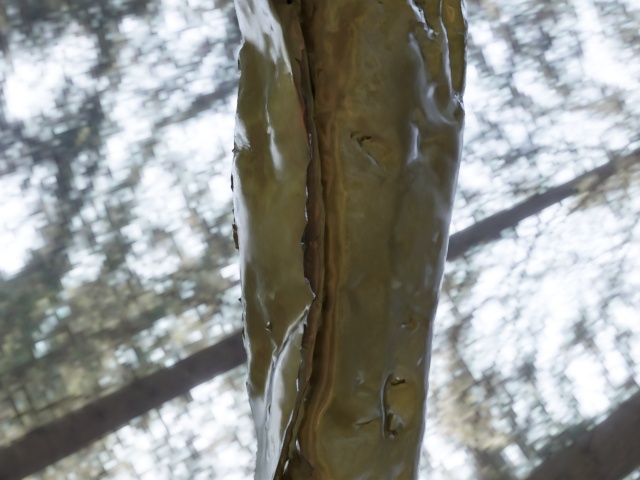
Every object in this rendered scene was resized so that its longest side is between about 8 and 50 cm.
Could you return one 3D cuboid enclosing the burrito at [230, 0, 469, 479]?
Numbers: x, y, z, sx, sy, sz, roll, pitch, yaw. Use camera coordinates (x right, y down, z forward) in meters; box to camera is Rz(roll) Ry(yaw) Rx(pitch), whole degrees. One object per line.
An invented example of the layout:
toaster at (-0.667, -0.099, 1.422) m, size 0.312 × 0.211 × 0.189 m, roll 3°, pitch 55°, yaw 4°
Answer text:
burrito at (0.001, 0.000, 0.419) m, size 0.058 × 0.063 × 0.229 m, roll 13°, pitch -79°, yaw 37°
